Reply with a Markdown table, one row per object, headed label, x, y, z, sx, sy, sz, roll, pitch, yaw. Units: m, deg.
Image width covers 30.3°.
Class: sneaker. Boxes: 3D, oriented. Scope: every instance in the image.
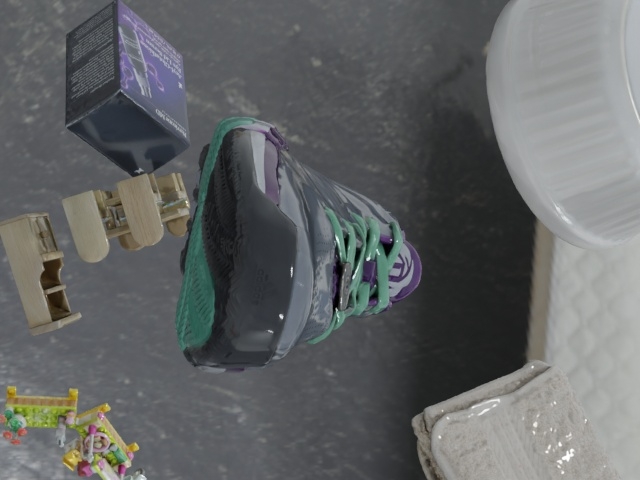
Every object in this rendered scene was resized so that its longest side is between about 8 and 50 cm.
| label | x | y | z | sx | sy | sz | roll | pitch | yaw |
| --- | --- | --- | --- | --- | --- | --- | --- | --- | --- |
| sneaker | 0.000 | 0.000 | 0.445 | 0.098 | 0.224 | 0.083 | 11 | 98 | -8 |

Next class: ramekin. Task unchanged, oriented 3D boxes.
| label | x | y | z | sx | sy | sz | roll | pitch | yaw |
| --- | --- | --- | --- | --- | --- | --- | --- | --- | --- |
| ramekin | 0.289 | -0.133 | 1.128 | 0.272 | 0.127 | 0.273 | 15 | 68 | -43 |

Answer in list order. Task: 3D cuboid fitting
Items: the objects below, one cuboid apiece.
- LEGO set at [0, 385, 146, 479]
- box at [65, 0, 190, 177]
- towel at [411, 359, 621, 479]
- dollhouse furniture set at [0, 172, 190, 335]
| label | x | y | z | sx | sy | sz | roll | pitch | yaw |
| --- | --- | --- | --- | --- | --- | --- | --- | --- | --- |
| LEGO set | -0.346 | 0.279 | 1.573 | 0.287 | 0.132 | 0.107 | 37 | 21 | -26 |
| box | -0.281 | -0.218 | 1.719 | 0.153 | 0.108 | 0.207 | 39 | 30 | -43 |
| towel | 0.216 | 0.260 | 1.112 | 0.187 | 0.049 | 0.282 | -18 | 73 | -31 |
| dollhouse furniture set | -0.294 | 0.015 | 1.633 | 0.242 | 0.212 | 0.161 | -17 | 92 | 5 |
